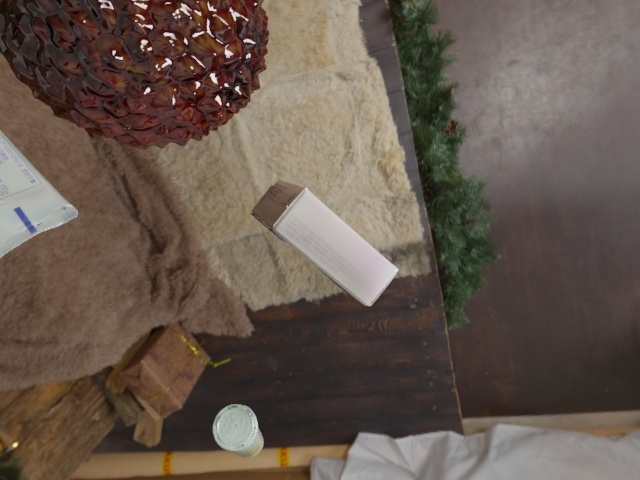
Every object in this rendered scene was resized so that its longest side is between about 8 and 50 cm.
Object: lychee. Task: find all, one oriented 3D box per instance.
[{"bbox_3d":[-0.318,-0.374,0.821,0.425,0.424,0.500,-41,137,24],"label":"lychee"}]

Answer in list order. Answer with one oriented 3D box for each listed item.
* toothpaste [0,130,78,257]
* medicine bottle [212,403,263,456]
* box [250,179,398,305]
[{"bbox_3d":[-0.225,-0.071,0.301,0.218,0.052,0.033,43,149,21],"label":"toothpaste"},{"bbox_3d":[-0.143,0.354,0.910,0.074,0.073,0.218,14,153,6],"label":"medicine bottle"},{"bbox_3d":[0.000,0.000,0.983,0.252,0.203,0.106,41,85,-20],"label":"box"}]
